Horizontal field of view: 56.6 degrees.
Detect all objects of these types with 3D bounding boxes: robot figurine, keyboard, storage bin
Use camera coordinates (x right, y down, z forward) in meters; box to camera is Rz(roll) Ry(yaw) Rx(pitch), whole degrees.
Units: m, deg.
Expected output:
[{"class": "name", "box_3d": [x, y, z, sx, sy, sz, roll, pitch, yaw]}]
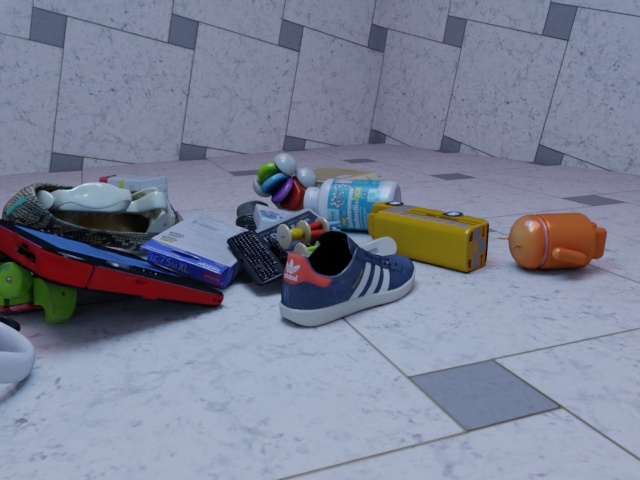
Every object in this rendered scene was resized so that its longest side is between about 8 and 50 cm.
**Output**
[{"class": "robot figurine", "box_3d": [0.520, 0.002, 1.327, 0.219, 0.128, 0.158, -2, 58, -4]}, {"class": "keyboard", "box_3d": [-0.127, 0.020, 1.259, 0.100, 0.038, 0.192, -20, 39, -20]}, {"class": "storage bin", "box_3d": [0.036, -0.160, 1.957, 0.260, 0.123, 0.262, 13, 20, 39]}]

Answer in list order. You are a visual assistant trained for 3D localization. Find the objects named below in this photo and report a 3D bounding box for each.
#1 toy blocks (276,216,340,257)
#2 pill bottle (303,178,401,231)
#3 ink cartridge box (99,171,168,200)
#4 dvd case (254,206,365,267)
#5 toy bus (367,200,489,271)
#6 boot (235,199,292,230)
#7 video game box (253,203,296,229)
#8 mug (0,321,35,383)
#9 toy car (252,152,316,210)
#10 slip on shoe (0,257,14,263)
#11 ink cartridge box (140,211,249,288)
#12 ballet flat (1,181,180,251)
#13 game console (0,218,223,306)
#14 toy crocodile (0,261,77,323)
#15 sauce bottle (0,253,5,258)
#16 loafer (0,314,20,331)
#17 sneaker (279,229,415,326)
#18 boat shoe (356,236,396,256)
[{"class": "toy blocks", "box_3d": [0.000, 0.000, 1.252, 0.148, 0.054, 0.123, -12, 43, -35]}, {"class": "pill bottle", "box_3d": [0.090, -0.101, 1.693, 0.263, 0.146, 0.146, 4, 16, 19]}, {"class": "ink cartridge box", "box_3d": [-0.599, -0.146, 1.921, 0.176, 0.128, 0.128, 7, 16, 27]}, {"class": "dvd case", "box_3d": [-0.036, 0.015, 1.309, 0.179, 0.030, 0.238, -25, 40, -24]}, {"class": "toy bus", "box_3d": [0.245, -0.016, 1.448, 0.332, 0.108, 0.130, 15, 23, 43]}, {"class": "boot", "box_3d": [-0.165, -0.074, 1.774, 0.189, 0.076, 0.208, 1, 8, -2]}, {"class": "video game box", "box_3d": [-0.068, -0.036, 1.553, 0.205, 0.048, 0.187, 13, 10, -13]}, {"class": "mug", "box_3d": [-0.558, 0.116, 0.775, 0.327, 0.277, 0.374, 17, -8, 35]}, {"class": "toy car", "box_3d": [-0.108, -0.156, 1.777, 0.182, 0.159, 0.136, 32, 34, -30]}, {"class": "slip on shoe", "box_3d": [-0.732, 0.005, 1.435, 0.101, 0.123, 0.331, 29, 25, 17]}, {"class": "ink cartridge box", "box_3d": [-0.257, 0.021, 1.335, 0.185, 0.065, 0.311, 19, 16, 6]}, {"class": "ballet flat", "box_3d": [-0.482, -0.065, 1.405, 0.182, 0.164, 0.482, -33, -20, 32]}, {"class": "game console", "box_3d": [-0.420, 0.041, 1.150, 0.341, 0.060, 0.386, 14, 1, -45]}, {"class": "toy crocodile", "box_3d": [-0.601, 0.092, 1.117, 0.340, 0.105, 0.115, 2, -4, 18]}, {"class": "sauce bottle", "box_3d": [-0.813, 0.050, 1.189, 0.344, 0.112, 0.111, -29, 28, -32]}, {"class": "loafer", "box_3d": [-0.584, 0.155, 0.973, 0.169, 0.062, 0.061, 0, -7, -10]}, {"class": "sneaker", "box_3d": [0.068, 0.046, 1.144, 0.131, 0.148, 0.350, 12, 20, 40]}, {"class": "boat shoe", "box_3d": [0.087, 0.034, 1.369, 0.184, 0.066, 0.063, -22, -5, -27]}]
